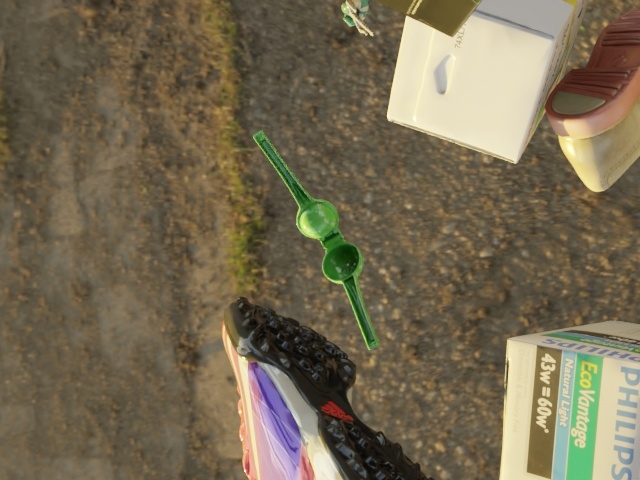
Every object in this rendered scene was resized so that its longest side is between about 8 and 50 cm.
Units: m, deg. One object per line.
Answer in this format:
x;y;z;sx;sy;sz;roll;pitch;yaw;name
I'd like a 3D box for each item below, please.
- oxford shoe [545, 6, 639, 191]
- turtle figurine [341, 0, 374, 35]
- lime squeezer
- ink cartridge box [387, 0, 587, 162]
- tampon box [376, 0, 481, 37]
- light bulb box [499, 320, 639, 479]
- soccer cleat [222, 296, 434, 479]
0.458;-0.224;1.332;0.140;0.397;0.147;16;139;50;oxford shoe
-0.001;-0.281;0.900;0.234;0.175;0.118;22;82;41;turtle figurine
0.000;0.000;1.224;0.058;0.110;0.310;-32;82;28;lime squeezer
0.241;-0.278;1.310;0.197;0.270;0.198;22;132;14;ink cartridge box
0.075;-0.222;0.527;0.101;0.120;0.161;25;78;-3;tampon box
0.459;0.323;1.452;0.225;0.361;0.358;7;94;42;light bulb box
-0.018;0.149;0.668;0.116;0.108;0.318;-60;32;12;soccer cleat
